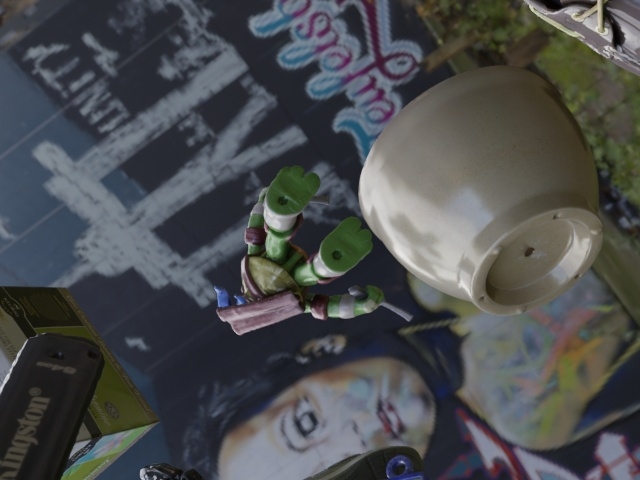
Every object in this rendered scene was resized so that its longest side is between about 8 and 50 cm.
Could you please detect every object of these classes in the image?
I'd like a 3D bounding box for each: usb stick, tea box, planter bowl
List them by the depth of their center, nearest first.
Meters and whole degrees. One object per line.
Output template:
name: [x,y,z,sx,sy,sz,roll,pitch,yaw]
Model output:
planter bowl: [0.121,-0.020,0.656,0.162,0.162,0.109,45,-168,-48]
usb stick: [-0.229,0.168,0.729,0.278,0.077,0.045,-82,-5,-56]
tea box: [-0.512,0.268,1.704,0.329,0.220,0.323,51,-167,15]

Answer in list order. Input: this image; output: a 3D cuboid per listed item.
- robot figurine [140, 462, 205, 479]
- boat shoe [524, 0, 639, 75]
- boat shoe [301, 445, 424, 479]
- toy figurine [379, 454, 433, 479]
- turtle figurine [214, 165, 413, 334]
robot figurine: [-0.091,0.346,0.966,0.291,0.211,0.085,32,-150,35]
boat shoe: [0.237,-0.229,0.851,0.096,0.116,0.324,-19,-123,-40]
boat shoe: [0.044,0.450,1.762,0.103,0.320,0.118,-6,101,59]
toy figurine: [0.107,0.350,1.236,0.191,0.362,0.217,51,-147,-32]
turtle figurine: [0.000,0.000,1.233,0.266,0.274,0.198,120,140,-67]
